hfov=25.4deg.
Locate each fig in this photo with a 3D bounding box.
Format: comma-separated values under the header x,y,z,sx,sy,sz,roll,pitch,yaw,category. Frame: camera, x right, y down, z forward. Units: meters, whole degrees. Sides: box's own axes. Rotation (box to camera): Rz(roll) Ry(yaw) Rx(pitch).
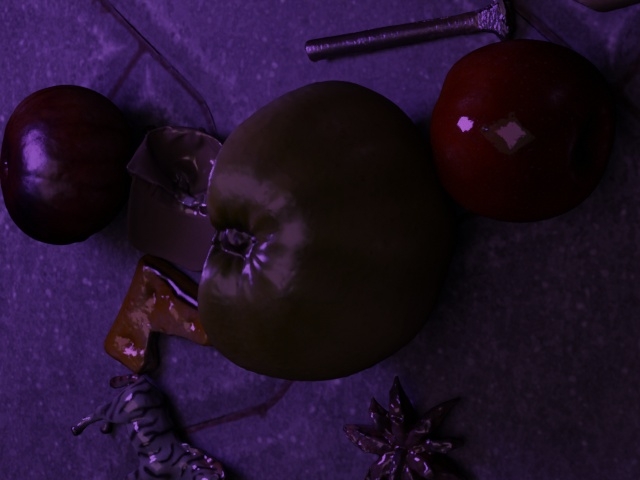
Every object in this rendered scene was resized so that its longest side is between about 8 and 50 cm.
x,y,z,sx,sy,sz,roll,pitch,yaw,category
-0.356,-0.102,2.029,0.235,0.214,0.235,-21,59,41,fig

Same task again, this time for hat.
x,y,z,sx,sy,sz,roll,pitch,yaw,category
-0.194,-0.060,2.026,0.166,0.144,0.173,21,147,-1,hat

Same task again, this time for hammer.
x,y,z,sx,sy,sz,roll,pitch,yaw,category
0.112,-0.269,1.847,0.297,0.027,0.125,-7,92,31,hammer

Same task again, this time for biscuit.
x,y,z,sx,sy,sz,roll,pitch,yaw,category
-0.228,0.131,2.075,0.174,0.039,0.183,37,112,19,biscuit

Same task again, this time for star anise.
x,y,z,sx,sy,sz,roll,pitch,yaw,category
0.109,0.273,1.881,0.195,0.065,0.182,11,99,32,star anise

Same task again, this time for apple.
x,y,z,sx,sy,sz,roll,pitch,yaw,category
0.000,0.000,1.743,0.312,0.360,0.320,-36,74,32,apple
0.238,-0.129,1.681,0.201,0.218,0.218,10,100,29,apple

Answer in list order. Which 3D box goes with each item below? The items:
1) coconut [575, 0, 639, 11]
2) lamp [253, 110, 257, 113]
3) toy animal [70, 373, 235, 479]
x,y,z,sx,sy,sz,roll,pitch,yaw,category
0.346,-0.373,1.600,0.241,0.241,0.241,3,97,29,coconut
-0.042,-0.026,1.863,0.203,0.124,0.283,173,112,-71,lamp
-0.250,0.319,2.082,0.255,0.090,0.170,44,110,16,toy animal
